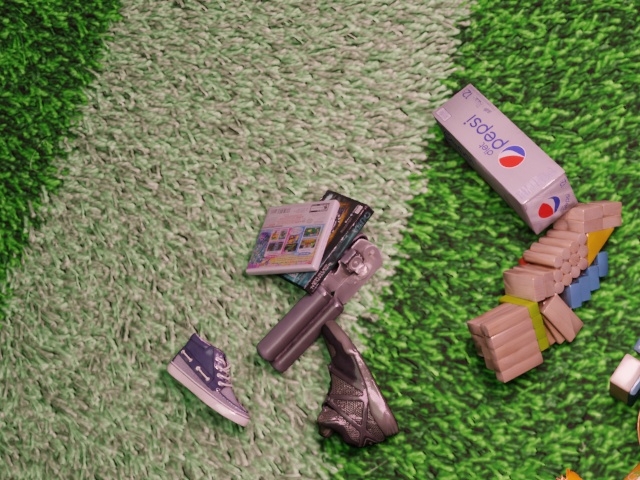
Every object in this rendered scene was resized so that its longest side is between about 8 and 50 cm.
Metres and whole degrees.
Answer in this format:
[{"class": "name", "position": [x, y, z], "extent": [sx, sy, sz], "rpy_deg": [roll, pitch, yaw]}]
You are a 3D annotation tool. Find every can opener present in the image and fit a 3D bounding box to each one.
[{"class": "can opener", "position": [-0.006, 0.103, 2.009], "extent": [0.283, 0.076, 0.095], "rpy_deg": [-46, 36, -2]}]

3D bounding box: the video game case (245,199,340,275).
[{"class": "video game case", "position": [-0.050, -0.004, 2.020], "extent": [0.157, 0.019, 0.143], "rpy_deg": [-5, 54, 37]}]

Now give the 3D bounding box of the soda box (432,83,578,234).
[{"class": "soda box", "position": [0.311, -0.142, 1.933], "extent": [0.091, 0.098, 0.286], "rpy_deg": [-38, 49, 0]}]

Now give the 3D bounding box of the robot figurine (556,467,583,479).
[{"class": "robot figurine", "position": [0.468, 0.469, 1.692], "extent": [0.291, 0.211, 0.085], "rpy_deg": [32, 68, 25]}]

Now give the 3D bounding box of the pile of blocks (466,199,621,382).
[{"class": "pile of blocks", "position": [0.375, 0.077, 1.903], "extent": [0.362, 0.149, 0.113], "rpy_deg": [-48, 25, -13]}]

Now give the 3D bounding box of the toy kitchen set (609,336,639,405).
[{"class": "toy kitchen set", "position": [0.582, 0.190, 1.788], "extent": [0.166, 0.122, 0.207], "rpy_deg": [32, 83, 21]}]

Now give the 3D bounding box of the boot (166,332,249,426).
[{"class": "boot", "position": [-0.183, 0.243, 1.996], "extent": [0.190, 0.069, 0.086], "rpy_deg": [34, 86, 23]}]

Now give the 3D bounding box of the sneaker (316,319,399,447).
[{"class": "sneaker", "position": [0.030, 0.251, 1.928], "extent": [0.130, 0.087, 0.227], "rpy_deg": [-26, 75, -1]}]

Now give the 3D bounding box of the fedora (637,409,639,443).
[{"class": "fedora", "position": [0.573, 0.279, 1.692], "extent": [0.194, 0.079, 0.194], "rpy_deg": [2, 76, -8]}]

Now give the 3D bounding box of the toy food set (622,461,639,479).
[{"class": "toy food set", "position": [0.576, 0.420, 1.716], "extent": [0.104, 0.111, 0.232], "rpy_deg": [-45, 41, -8]}]

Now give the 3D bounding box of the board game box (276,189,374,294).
[{"class": "board game box", "position": [0.000, 0.000, 2.014], "extent": [0.186, 0.026, 0.126], "rpy_deg": [-52, 36, -9]}]
